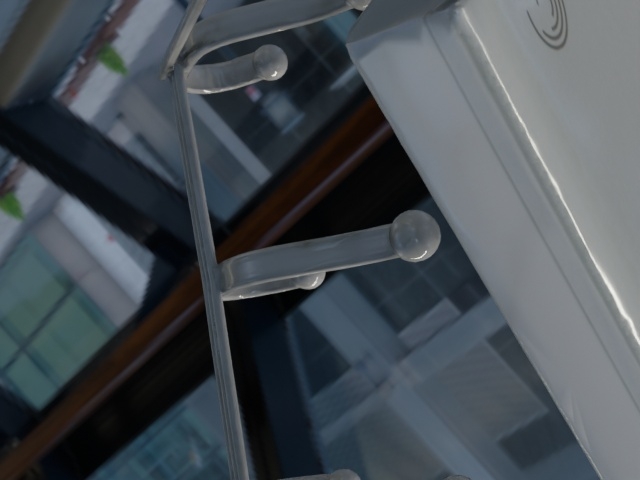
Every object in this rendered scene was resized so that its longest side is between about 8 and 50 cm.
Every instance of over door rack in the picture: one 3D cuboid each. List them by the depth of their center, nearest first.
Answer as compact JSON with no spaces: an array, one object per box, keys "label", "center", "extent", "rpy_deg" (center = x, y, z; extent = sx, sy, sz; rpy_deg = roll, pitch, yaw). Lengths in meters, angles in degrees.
[{"label":"over door rack","center":[0.000,0.000,0.438],"extent":[0.108,0.239,0.324],"rpy_deg":[-10,174,-6]}]

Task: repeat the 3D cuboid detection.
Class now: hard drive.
[{"label":"hard drive","center":[0.149,0.014,0.455],"extent":[0.047,0.353,0.233],"rpy_deg":[-17,-153,35]}]
